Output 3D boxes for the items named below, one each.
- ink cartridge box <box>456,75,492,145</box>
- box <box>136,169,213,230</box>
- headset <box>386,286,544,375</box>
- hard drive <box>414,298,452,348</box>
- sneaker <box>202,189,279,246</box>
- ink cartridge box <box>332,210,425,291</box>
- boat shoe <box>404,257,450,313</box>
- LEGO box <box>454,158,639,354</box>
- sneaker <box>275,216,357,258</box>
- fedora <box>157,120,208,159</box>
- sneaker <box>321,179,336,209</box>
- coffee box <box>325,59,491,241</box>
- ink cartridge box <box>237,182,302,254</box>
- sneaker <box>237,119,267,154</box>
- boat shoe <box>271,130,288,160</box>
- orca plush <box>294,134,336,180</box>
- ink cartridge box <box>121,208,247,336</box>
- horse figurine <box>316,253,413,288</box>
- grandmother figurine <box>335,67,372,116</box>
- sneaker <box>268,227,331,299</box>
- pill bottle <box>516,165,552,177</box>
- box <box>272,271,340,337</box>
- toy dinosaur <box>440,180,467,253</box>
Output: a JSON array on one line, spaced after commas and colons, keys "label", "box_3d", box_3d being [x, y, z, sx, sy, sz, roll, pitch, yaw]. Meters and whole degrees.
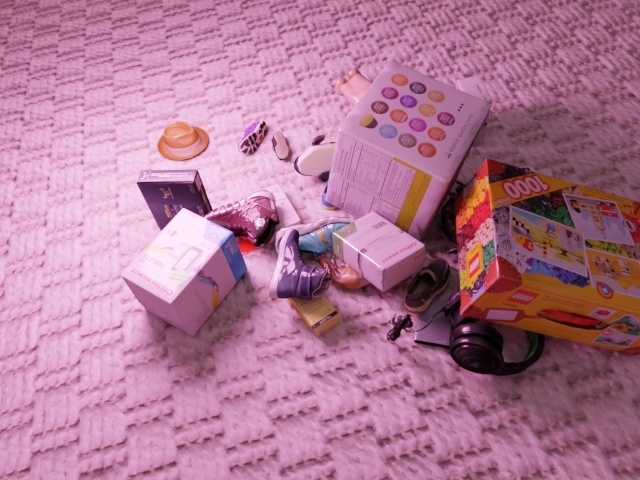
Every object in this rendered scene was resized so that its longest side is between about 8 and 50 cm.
[{"label": "ink cartridge box", "box_3d": [0.510, -0.436, 1.893, 0.082, 0.191, 0.140, -10, 53, -1]}, {"label": "box", "box_3d": [-0.447, -0.122, 1.753, 0.183, 0.233, 0.059, 1, 51, 7]}, {"label": "headset", "box_3d": [0.380, 0.234, 1.452, 0.394, 0.185, 0.243, 7, 53, -14]}, {"label": "hard drive", "box_3d": [0.314, 0.226, 1.533, 0.094, 0.022, 0.135, 8, 55, 13]}, {"label": "sneaker", "box_3d": [-0.252, -0.032, 1.721, 0.281, 0.106, 0.163, -27, 59, 8]}, {"label": "ink cartridge box", "box_3d": [0.163, 0.027, 1.575, 0.160, 0.093, 0.219, -27, 44, -26]}, {"label": "boat shoe", "box_3d": [0.306, 0.113, 1.567, 0.080, 0.073, 0.223, 22, 47, 28]}, {"label": "LEGO box", "box_3d": [0.614, 0.043, 1.426, 0.500, 0.193, 0.373, 13, 53, -10]}, {"label": "sneaker", "box_3d": [0.000, 0.000, 1.710, 0.275, 0.107, 0.110, -15, 73, 2]}, {"label": "fedora", "box_3d": [-0.513, -0.381, 2.048, 0.194, 0.079, 0.194, -3, 54, 4]}, {"label": "sneaker", "box_3d": [0.069, -0.196, 1.840, 0.069, 0.082, 0.209, 20, 57, 22]}, {"label": "coffee box", "box_3d": [0.247, -0.255, 1.665, 0.334, 0.338, 0.338, 28, 60, 11]}, {"label": "ink cartridge box", "box_3d": [-0.200, -0.069, 1.796, 0.232, 0.066, 0.189, -22, 54, -14]}, {"label": "sneaker", "box_3d": [-0.256, -0.373, 2.034, 0.071, 0.068, 0.170, 4, 44, 29]}, {"label": "boat shoe", "box_3d": [-0.146, -0.331, 1.992, 0.049, 0.042, 0.133, 3, 50, -23]}, {"label": "orca plush", "box_3d": [0.016, -0.305, 1.917, 0.287, 0.151, 0.102, -42, 28, -19]}, {"label": "ink cartridge box", "box_3d": [-0.384, 0.092, 1.608, 0.198, 0.197, 0.270, 24, 60, 23]}, {"label": "horse figurine", "box_3d": [0.124, 0.080, 1.639, 0.263, 0.066, 0.174, -9, 47, -3]}, {"label": "grandmother figurine", "box_3d": [0.200, -0.499, 2.044, 0.208, 0.104, 0.342, -42, 58, 10]}, {"label": "sneaker", "box_3d": [-0.042, 0.067, 1.576, 0.163, 0.086, 0.226, 1, 59, 16]}, {"label": "pill bottle", "box_3d": [0.616, -0.176, 1.738, 0.186, 0.112, 0.112, -4, 53, 4]}, {"label": "box", "box_3d": [-0.044, 0.163, 1.602, 0.087, 0.058, 0.232, -32, 57, -16]}, {"label": "toy dinosaur", "box_3d": [0.402, -0.065, 1.669, 0.121, 0.160, 0.314, 0, 42, -8]}]
